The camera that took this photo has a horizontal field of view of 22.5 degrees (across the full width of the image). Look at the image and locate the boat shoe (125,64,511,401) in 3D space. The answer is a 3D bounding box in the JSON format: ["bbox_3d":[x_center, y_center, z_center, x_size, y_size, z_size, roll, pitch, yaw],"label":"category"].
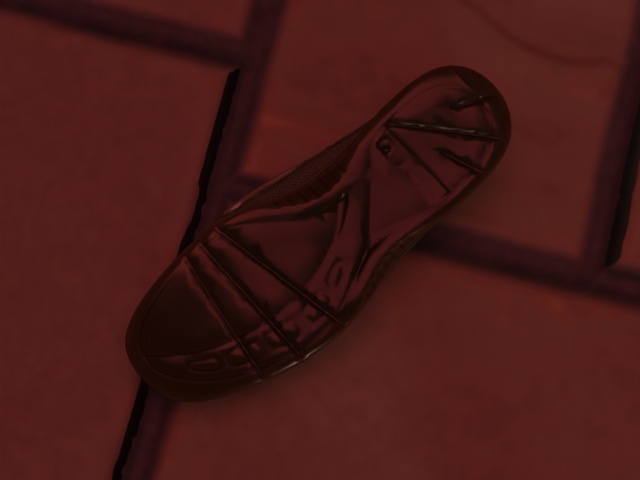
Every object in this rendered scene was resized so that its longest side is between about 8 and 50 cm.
[{"bbox_3d":[-0.001,-0.002,0.551,0.153,0.048,0.056,-43,93,-3],"label":"boat shoe"}]
